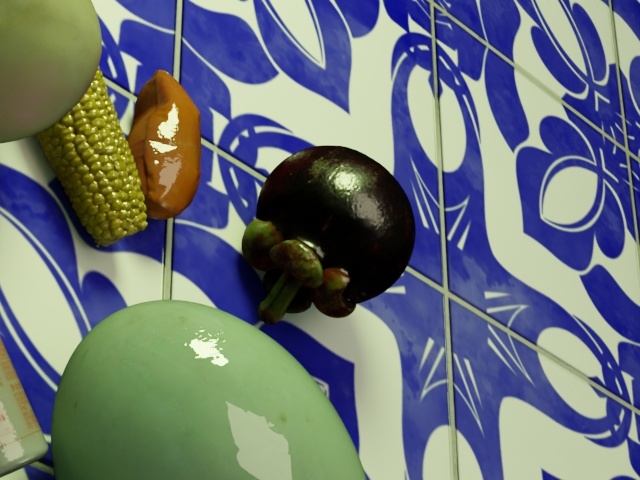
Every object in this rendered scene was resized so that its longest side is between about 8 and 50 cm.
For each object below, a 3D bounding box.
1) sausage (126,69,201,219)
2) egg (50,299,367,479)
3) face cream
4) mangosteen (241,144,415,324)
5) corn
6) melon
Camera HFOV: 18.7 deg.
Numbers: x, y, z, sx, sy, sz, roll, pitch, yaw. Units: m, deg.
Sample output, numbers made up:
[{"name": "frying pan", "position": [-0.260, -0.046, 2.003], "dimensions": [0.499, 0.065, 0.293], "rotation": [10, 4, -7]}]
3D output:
[{"name": "sausage", "position": [-0.175, -0.101, 2.145], "dimensions": [0.089, 0.089, 0.179], "rotation": [30, 51, -39]}, {"name": "egg", "position": [-0.100, 0.237, 1.843], "dimensions": [0.389, 0.276, 0.276], "rotation": [58, 34, -3]}, {"name": "face cream", "position": [-0.341, 0.100, 1.772], "dimensions": [0.101, 0.101, 0.251], "rotation": [-19, 84, -56]}, {"name": "mangosteen", "position": [0.000, 0.000, 2.243], "dimensions": [0.230, 0.194, 0.194], "rotation": [-45, 107, -28]}, {"name": "corn", "position": [-0.255, -0.121, 2.046], "dimensions": [0.091, 0.091, 0.260], "rotation": [-19, 87, -53]}, {"name": "melon", "position": [-0.354, -0.204, 1.849], "dimensions": [0.317, 0.223, 0.223], "rotation": [14, 57, -45]}]
